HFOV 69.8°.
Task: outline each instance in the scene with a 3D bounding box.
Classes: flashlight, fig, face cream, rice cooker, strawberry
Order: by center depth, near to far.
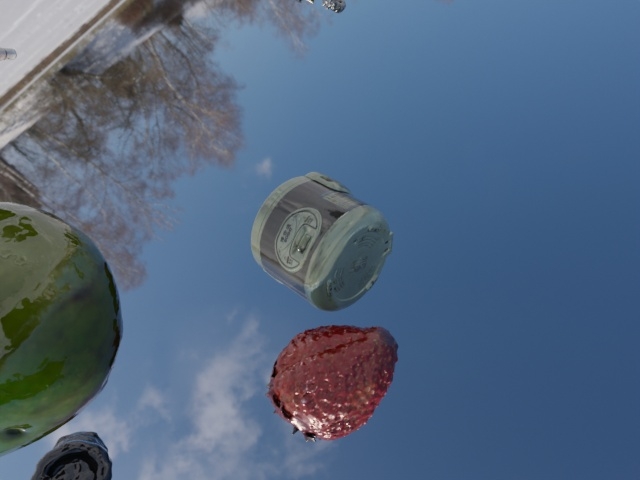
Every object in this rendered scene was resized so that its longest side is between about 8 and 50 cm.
[{"bbox_3d":[-0.246,0.070,0.342,0.181,0.181,0.191,-7,-144,37],"label":"fig"},{"bbox_3d":[-0.504,-0.272,0.669,0.038,0.020,0.115,-2,-160,23],"label":"face cream"},{"bbox_3d":[-0.366,0.340,0.691,0.424,0.103,0.103,-37,-155,56],"label":"flashlight"},{"bbox_3d":[0.038,0.289,1.017,0.288,0.238,0.250,-35,-142,23],"label":"strawberry"},{"bbox_3d":[-0.003,-0.001,1.102,0.277,0.288,0.288,34,-103,35],"label":"rice cooker"}]

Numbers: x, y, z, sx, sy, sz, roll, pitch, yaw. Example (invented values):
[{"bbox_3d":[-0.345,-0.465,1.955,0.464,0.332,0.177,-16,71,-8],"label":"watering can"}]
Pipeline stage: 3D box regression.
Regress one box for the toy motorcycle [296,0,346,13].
[{"bbox_3d":[-0.034,-0.589,0.989,0.094,0.229,0.130,-32,-143,40],"label":"toy motorcycle"}]
